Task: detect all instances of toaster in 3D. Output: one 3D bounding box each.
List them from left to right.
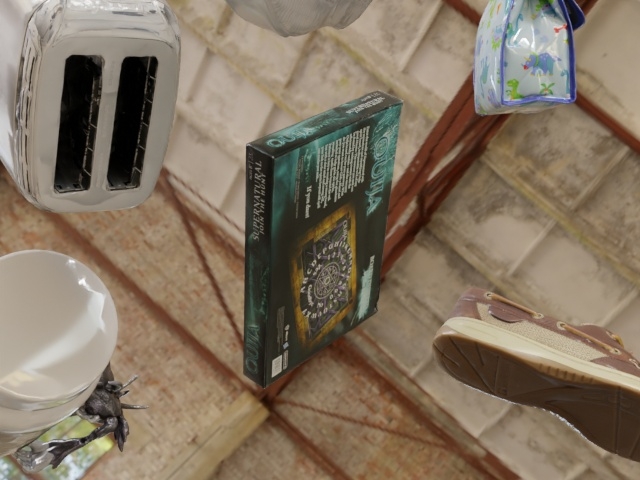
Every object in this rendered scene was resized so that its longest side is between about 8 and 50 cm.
[{"bbox_3d":[-0.190,-0.120,0.693,0.146,0.129,0.226,50,-47,44],"label":"toaster"}]

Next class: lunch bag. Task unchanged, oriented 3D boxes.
[{"bbox_3d":[0.213,-0.211,0.944,0.129,0.096,0.151,-151,-123,-85],"label":"lunch bag"}]

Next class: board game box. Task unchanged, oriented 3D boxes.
[{"bbox_3d":[0.000,0.000,0.623,0.026,0.126,0.186,29,-49,32],"label":"board game box"}]

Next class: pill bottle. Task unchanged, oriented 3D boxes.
[{"bbox_3d":[-0.306,0.117,0.881,0.161,0.161,0.283,51,-35,-2],"label":"pill bottle"}]

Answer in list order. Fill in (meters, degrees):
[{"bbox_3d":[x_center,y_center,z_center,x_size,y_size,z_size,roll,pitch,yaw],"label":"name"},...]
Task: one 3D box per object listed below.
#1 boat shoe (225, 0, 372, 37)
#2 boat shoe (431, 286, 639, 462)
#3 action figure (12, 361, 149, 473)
[{"bbox_3d":[-0.032,-0.178,0.470,0.119,0.335,0.121,30,-82,3],"label":"boat shoe"},{"bbox_3d":[0.303,0.142,1.013,0.342,0.123,0.123,19,-41,19],"label":"boat shoe"},{"bbox_3d":[-0.347,0.204,1.154,0.141,0.276,0.164,-22,-110,20],"label":"action figure"}]
